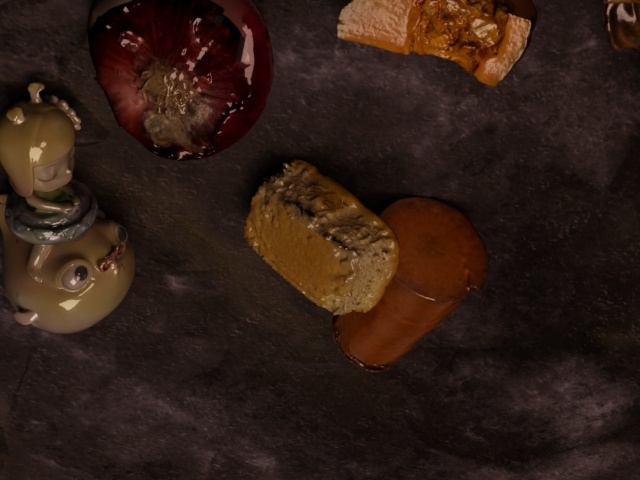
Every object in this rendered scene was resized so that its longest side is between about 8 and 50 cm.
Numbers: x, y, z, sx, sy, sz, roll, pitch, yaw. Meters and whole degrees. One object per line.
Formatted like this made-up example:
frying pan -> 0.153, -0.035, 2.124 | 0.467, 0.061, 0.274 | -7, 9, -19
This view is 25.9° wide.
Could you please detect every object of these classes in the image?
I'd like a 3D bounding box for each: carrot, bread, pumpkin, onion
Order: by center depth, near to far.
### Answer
onion -> -0.174, -0.252, 1.852 | 0.272, 0.195, 0.272 | 8, 113, 20
pumpkin -> 0.158, -0.305, 1.869 | 0.248, 0.126, 0.131 | 21, 126, -5
bread -> 0.000, 0.000, 2.085 | 0.245, 0.121, 0.174 | 36, 137, 19
carrot -> 0.135, 0.078, 2.230 | 0.196, 0.196, 0.254 | 9, 143, -16

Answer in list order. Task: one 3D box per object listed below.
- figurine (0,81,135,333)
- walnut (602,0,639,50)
figurine -> -0.416, -0.051, 2.033 | 0.274, 0.226, 0.394 | 15, 133, 18
walnut -> 0.483, -0.329, 1.868 | 0.204, 0.141, 0.238 | -15, 138, 26
